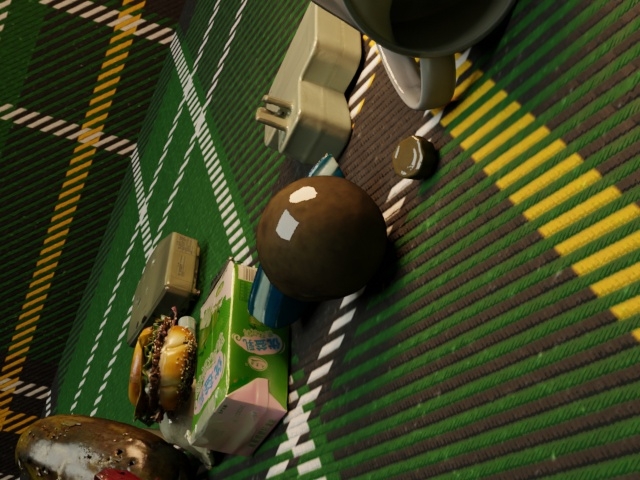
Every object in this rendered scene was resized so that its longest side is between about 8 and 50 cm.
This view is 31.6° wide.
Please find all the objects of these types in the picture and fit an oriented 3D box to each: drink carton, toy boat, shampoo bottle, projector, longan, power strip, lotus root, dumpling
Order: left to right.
[{"bbox_3d":[-0.372,0.407,1.976,0.397,0.196,0.179,9,83,30],"label":"lotus root"},{"bbox_3d":[-0.331,0.102,2.417,0.269,0.088,0.193,129,151,-48],"label":"projector"},{"bbox_3d":[-0.263,0.228,2.198,0.191,0.041,0.069,-95,22,-47],"label":"shampoo bottle"},{"bbox_3d":[-0.218,0.316,1.925,0.181,0.111,0.155,-93,-3,-55],"label":"dumpling"},{"bbox_3d":[-0.125,0.179,1.747,0.161,0.108,0.271,125,155,-45],"label":"drink carton"},{"bbox_3d":[-0.035,-0.236,1.795,0.261,0.141,0.229,-91,24,-47],"label":"power strip"},{"bbox_3d":[-0.023,0.006,1.601,0.062,0.096,0.299,46,132,28],"label":"toy boat"},{"bbox_3d":[0.000,0.000,1.448,0.187,0.167,0.167,-50,30,41],"label":"longan"}]

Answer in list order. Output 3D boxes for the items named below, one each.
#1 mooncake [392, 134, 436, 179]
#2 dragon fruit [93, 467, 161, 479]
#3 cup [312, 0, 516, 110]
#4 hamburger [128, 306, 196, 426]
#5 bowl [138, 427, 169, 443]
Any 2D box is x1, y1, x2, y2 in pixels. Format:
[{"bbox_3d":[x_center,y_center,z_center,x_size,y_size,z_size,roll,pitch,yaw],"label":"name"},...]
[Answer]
[{"bbox_3d":[0.058,-0.090,1.534,0.347,0.057,0.150,-142,68,-68],"label":"mooncake"},{"bbox_3d":[-0.305,0.506,1.689,0.329,0.329,0.329,-164,90,-71],"label":"dragon fruit"},{"bbox_3d":[0.096,-0.335,1.412,0.327,0.237,0.323,-126,24,-65],"label":"cup"},{"bbox_3d":[-0.251,0.211,1.823,0.164,0.093,0.189,-73,-8,-69],"label":"hamburger"},{"bbox_3d":[-0.430,0.523,2.207,0.354,0.185,0.354,-164,90,-71],"label":"bowl"}]
